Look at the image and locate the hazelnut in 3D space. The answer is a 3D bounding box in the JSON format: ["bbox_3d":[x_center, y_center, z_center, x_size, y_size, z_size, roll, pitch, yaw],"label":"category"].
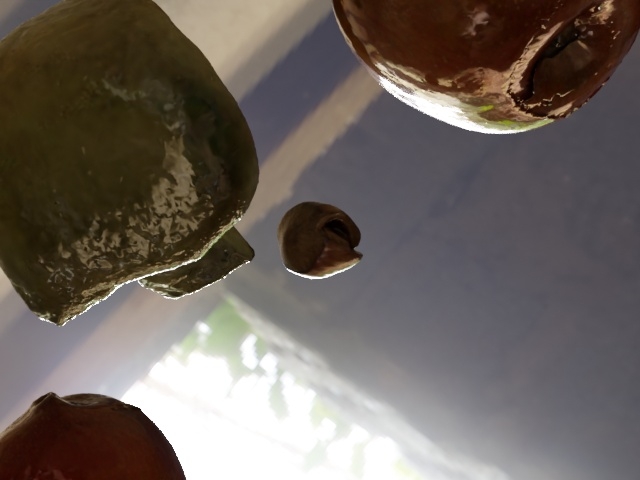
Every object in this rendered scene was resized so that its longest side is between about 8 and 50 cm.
[{"bbox_3d":[0.000,0.000,1.579,0.086,0.086,0.086,-34,-37,-31],"label":"hazelnut"}]

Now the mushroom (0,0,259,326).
[{"bbox_3d":[-0.190,-0.058,1.442,0.217,0.212,0.292,-33,-68,-32],"label":"mushroom"}]

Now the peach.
[{"bbox_3d":[-0.351,0.395,2.324,0.372,0.372,0.290,-48,6,-11],"label":"peach"}]

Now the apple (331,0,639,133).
[{"bbox_3d":[0.111,-0.169,1.023,0.210,0.173,0.235,-45,-22,14],"label":"apple"}]
